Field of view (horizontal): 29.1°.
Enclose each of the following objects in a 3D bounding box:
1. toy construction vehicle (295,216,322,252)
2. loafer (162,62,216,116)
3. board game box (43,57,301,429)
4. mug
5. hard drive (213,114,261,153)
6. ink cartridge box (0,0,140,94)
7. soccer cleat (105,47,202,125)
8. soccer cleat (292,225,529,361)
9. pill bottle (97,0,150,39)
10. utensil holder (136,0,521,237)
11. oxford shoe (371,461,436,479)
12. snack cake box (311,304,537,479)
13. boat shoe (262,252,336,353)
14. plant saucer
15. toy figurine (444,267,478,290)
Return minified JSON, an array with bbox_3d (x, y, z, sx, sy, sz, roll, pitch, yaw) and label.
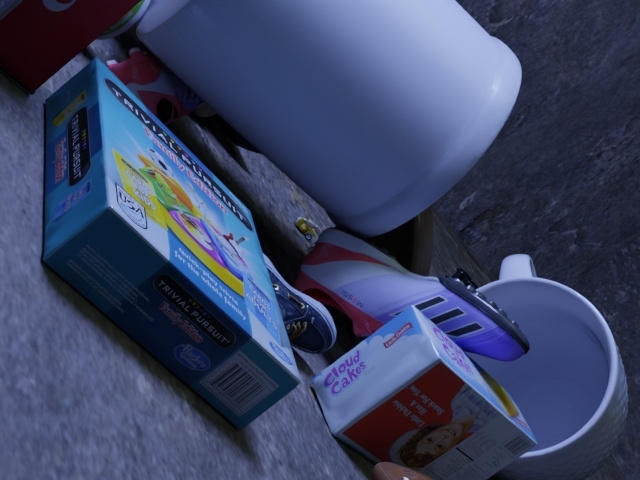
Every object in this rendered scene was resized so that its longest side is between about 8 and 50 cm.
[{"bbox_3d":[0.000,0.000,1.936,0.098,0.035,0.086,51,10,-5],"label":"toy construction vehicle"},{"bbox_3d":[-0.210,-0.312,1.834,0.092,0.102,0.268,-6,79,-57],"label":"loafer"},{"bbox_3d":[-0.151,-0.009,1.196,0.254,0.079,0.336,46,12,-30],"label":"board game box"},{"bbox_3d":[0.331,0.200,1.910,0.328,0.276,0.374,52,30,-59],"label":"mug"},{"bbox_3d":[-0.140,-0.263,1.933,0.254,0.054,0.172,-122,-148,-48],"label":"hard drive"},{"bbox_3d":[-0.231,-0.310,1.237,0.130,0.309,0.272,42,15,-42],"label":"ink cartridge box"},{"bbox_3d":[-0.203,-0.186,1.608,0.095,0.083,0.248,69,13,6],"label":"soccer cleat"},{"bbox_3d":[0.108,0.092,1.541,0.318,0.116,0.108,26,-18,27],"label":"soccer cleat"},{"bbox_3d":[-0.318,-0.350,1.479,0.136,0.136,0.246,57,12,28],"label":"pill bottle"},{"bbox_3d":[0.006,-0.243,1.568,0.385,0.327,0.327,40,14,-22],"label":"utensil holder"},{"bbox_3d":[0.130,0.299,1.390,0.212,0.076,0.076,43,3,-43],"label":"oxford shoe"},{"bbox_3d":[0.127,0.205,1.464,0.264,0.152,0.089,42,17,-45],"label":"snack cake box"},{"bbox_3d":[-0.044,0.093,1.387,0.183,0.065,0.083,45,25,-36],"label":"boat shoe"},{"bbox_3d":[0.095,0.011,1.744,0.041,0.278,0.278,5,30,-19],"label":"plant saucer"},{"bbox_3d":[0.146,0.079,2.029,0.209,0.148,0.213,45,13,-5],"label":"toy figurine"}]
